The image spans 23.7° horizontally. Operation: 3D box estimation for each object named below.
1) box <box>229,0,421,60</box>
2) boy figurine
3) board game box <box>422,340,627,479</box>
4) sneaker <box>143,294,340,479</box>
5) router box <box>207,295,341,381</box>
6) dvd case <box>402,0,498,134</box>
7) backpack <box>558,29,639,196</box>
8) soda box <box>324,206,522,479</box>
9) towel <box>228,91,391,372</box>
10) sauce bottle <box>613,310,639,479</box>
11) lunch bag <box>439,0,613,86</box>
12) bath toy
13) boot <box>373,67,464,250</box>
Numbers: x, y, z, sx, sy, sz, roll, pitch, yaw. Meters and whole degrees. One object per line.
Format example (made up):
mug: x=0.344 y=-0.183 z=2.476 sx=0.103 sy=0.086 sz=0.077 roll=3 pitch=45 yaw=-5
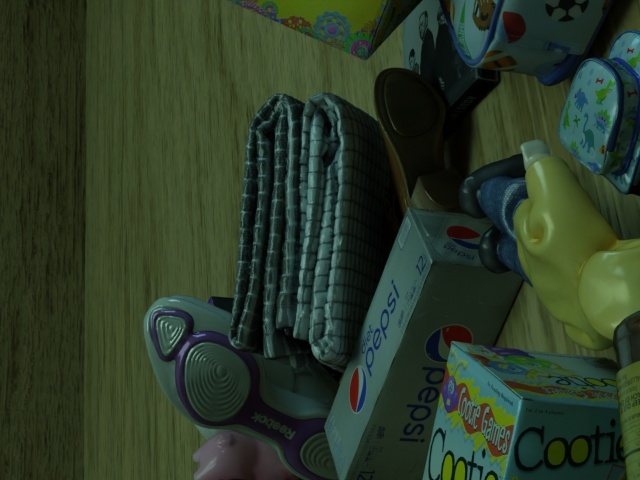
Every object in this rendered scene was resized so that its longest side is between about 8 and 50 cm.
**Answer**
box: x=0.047 y=-0.360 z=1.411 sx=0.279 sy=0.177 sz=0.290 roll=-55 pitch=-12 yaw=-64
boy figurine: x=0.199 y=0.005 z=1.179 sx=0.177 sy=0.092 sz=0.285 roll=68 pitch=168 yaw=-20
board game box: x=0.160 y=0.233 z=1.165 sx=0.142 sy=0.144 sz=0.275 roll=-140 pitch=59 yaw=-69
sneaker: x=-0.075 y=0.156 z=1.680 sx=0.114 sy=0.305 sz=0.152 roll=-46 pitch=22 yaw=12
router box: x=-0.058 y=0.133 z=1.792 sx=0.046 sy=0.179 sz=0.133 roll=-106 pitch=30 yaw=-45
dvd case: x=0.131 y=-0.235 z=1.598 sx=0.179 sy=0.030 sz=0.238 roll=134 pitch=139 yaw=-61
backpack: x=0.237 y=-0.099 z=1.147 sx=0.105 sy=0.084 sz=0.114 roll=-122 pitch=45 yaw=-58
soda box: x=0.095 y=0.110 z=1.473 sx=0.091 sy=0.098 sz=0.286 roll=-110 pitch=31 yaw=-51
towel: x=0.000 y=0.000 z=1.612 sx=0.235 sy=0.121 sz=0.283 roll=23 pitch=-110 yaw=-71
sauce bottle: x=0.254 y=0.212 z=0.951 sx=0.111 sy=0.111 sz=0.344 roll=136 pitch=133 yaw=-62
lunch bag: x=0.196 y=-0.306 z=1.302 sx=0.243 sy=0.115 sz=0.303 roll=-97 pitch=24 yaw=-50
bath toy: x=-0.075 y=0.288 z=1.878 sx=0.129 sy=0.151 sz=0.348 roll=-37 pitch=33 yaw=16
boot: x=0.087 y=-0.064 z=1.563 sx=0.152 sy=0.073 sz=0.197 roll=105 pitch=155 yaw=-56
